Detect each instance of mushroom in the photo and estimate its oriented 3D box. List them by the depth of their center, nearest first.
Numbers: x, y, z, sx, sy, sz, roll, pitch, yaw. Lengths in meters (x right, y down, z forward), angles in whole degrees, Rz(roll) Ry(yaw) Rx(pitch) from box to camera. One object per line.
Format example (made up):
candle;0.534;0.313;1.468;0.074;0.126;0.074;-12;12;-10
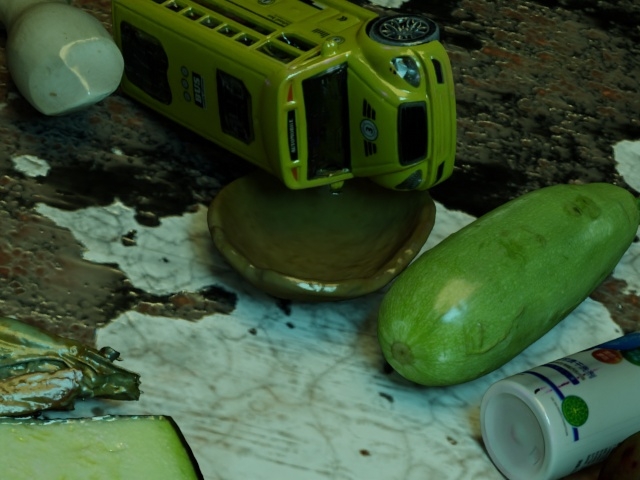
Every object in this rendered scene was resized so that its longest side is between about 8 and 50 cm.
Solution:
mushroom;-0.240;-0.179;1.781;0.088;0.097;0.212;26;21;-33

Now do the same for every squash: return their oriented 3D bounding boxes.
squash;-0.171;0.211;1.378;0.192;0.085;0.184;0;40;-23
squash;0.181;0.018;1.702;0.118;0.118;0.371;38;42;22

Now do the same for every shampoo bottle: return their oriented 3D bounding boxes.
shampoo bottle;0.274;0.117;1.640;0.303;0.092;0.092;-16;51;-32

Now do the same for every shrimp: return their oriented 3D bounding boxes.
shrimp;-0.242;0.102;1.507;0.217;0.051;0.115;11;47;-9

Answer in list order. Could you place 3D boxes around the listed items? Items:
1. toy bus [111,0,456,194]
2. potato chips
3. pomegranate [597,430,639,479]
toy bus;-0.034;-0.141;1.730;0.151;0.145;0.331;-27;39;-33
potato chips;0.000;0.000;1.692;0.195;0.061;0.208;4;35;-4
pomegranate;0.275;0.195;1.536;0.129;0.129;0.159;19;21;1
